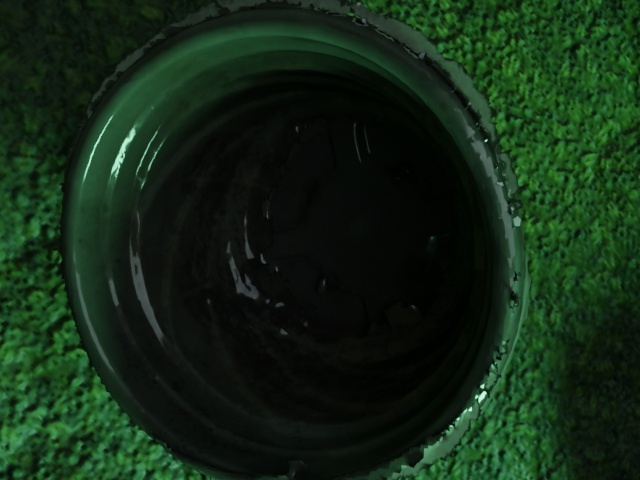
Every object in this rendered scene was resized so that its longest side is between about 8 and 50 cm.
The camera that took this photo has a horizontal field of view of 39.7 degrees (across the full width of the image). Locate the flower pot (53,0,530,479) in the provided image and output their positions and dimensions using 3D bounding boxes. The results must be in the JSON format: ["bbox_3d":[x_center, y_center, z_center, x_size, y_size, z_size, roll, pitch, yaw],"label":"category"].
[{"bbox_3d":[0.000,0.000,0.447,0.140,0.235,0.235,-18,95,-64],"label":"flower pot"}]
